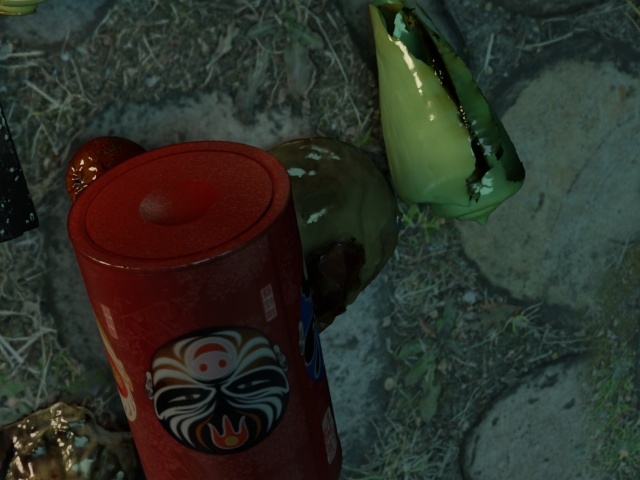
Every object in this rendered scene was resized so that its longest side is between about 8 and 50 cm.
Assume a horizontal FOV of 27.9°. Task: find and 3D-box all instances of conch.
[{"bbox_3d":[0.124,-0.128,1.302,0.137,0.143,0.251,-2,121,24],"label":"conch"}]

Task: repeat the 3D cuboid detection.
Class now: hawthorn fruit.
[{"bbox_3d":[-0.199,-0.059,1.251,0.093,0.093,0.093,-6,109,-18],"label":"hawthorn fruit"}]

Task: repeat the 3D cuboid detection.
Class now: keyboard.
[{"bbox_3d":[-0.323,-0.091,1.226,0.060,0.018,0.195,-22,113,-21],"label":"keyboard"}]

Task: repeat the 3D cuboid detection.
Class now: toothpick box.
[{"bbox_3d":[-0.099,0.098,1.218,0.204,0.204,0.333,-19,127,-14],"label":"toothpick box"}]

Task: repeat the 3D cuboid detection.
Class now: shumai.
[{"bbox_3d":[0.000,0.000,1.317,0.201,0.120,0.201,-7,111,-17],"label":"shumai"}]

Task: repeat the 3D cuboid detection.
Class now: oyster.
[{"bbox_3d":[-0.270,0.302,1.327,0.275,0.100,0.271,-10,95,-12],"label":"oyster"}]

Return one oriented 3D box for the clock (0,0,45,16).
[{"bbox_3d":[-0.283,-0.279,1.150,0.232,0.069,0.170,-32,115,-8],"label":"clock"}]
